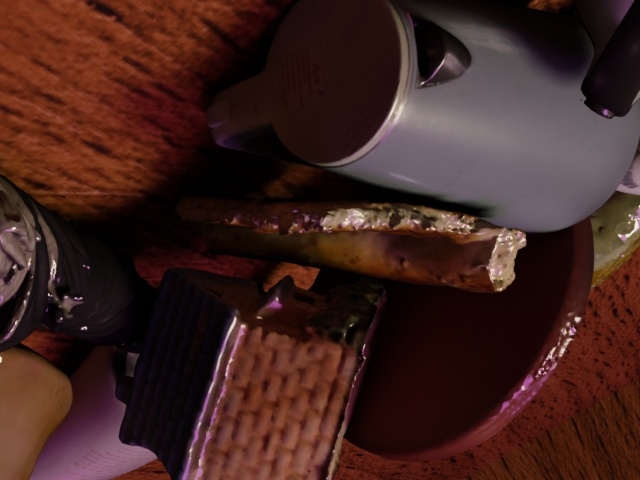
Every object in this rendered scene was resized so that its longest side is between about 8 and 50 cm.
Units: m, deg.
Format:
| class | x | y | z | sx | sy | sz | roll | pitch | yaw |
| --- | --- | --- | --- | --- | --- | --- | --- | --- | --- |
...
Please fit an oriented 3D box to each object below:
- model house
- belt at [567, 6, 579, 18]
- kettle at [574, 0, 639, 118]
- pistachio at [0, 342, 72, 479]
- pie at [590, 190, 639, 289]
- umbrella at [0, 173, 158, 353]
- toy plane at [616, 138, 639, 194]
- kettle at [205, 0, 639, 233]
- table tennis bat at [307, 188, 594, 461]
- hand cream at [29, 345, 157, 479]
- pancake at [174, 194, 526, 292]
| class | x | y | z | sx | sy | sz | roll | pitch | yaw |
| --- | --- | --- | --- | --- | --- | --- | --- | --- | --- |
| model house | -0.052 | 0.089 | 0.964 | 0.183 | 0.172 | 0.166 | -48 | 153 | -77 |
| belt | 0.335 | -0.160 | 1.050 | 0.325 | 0.122 | 0.260 | -26 | 157 | 11 |
| kettle | 0.230 | -0.181 | 0.786 | 0.221 | 0.161 | 0.236 | -56 | 174 | -23 |
| pistachio | -0.296 | 0.112 | 0.859 | 0.213 | 0.163 | 0.260 | -39 | 146 | 21 |
| pie | 0.316 | -0.027 | 1.371 | 0.296 | 0.078 | 0.371 | -28 | 165 | -51 |
| umbrella | -0.186 | 0.029 | 0.863 | 0.106 | 0.113 | 0.357 | -48 | 161 | -2 |
| toy plane | 0.307 | -0.063 | 0.967 | 0.255 | 0.251 | 0.101 | 1 | -159 | 3 |
| kettle | 0.063 | -0.091 | 0.895 | 0.210 | 0.160 | 0.243 | -9 | 170 | 43 |
| table tennis bat | 0.056 | 0.053 | 1.091 | 0.051 | 0.268 | 0.415 | 25 | 154 | -34 |
| hand cream | -0.199 | 0.171 | 1.228 | 0.185 | 0.118 | 0.359 | -15 | 164 | -37 |
| pancake | 0.000 | 0.000 | 0.881 | 0.266 | 0.057 | 0.244 | 4 | -179 | 16 |
